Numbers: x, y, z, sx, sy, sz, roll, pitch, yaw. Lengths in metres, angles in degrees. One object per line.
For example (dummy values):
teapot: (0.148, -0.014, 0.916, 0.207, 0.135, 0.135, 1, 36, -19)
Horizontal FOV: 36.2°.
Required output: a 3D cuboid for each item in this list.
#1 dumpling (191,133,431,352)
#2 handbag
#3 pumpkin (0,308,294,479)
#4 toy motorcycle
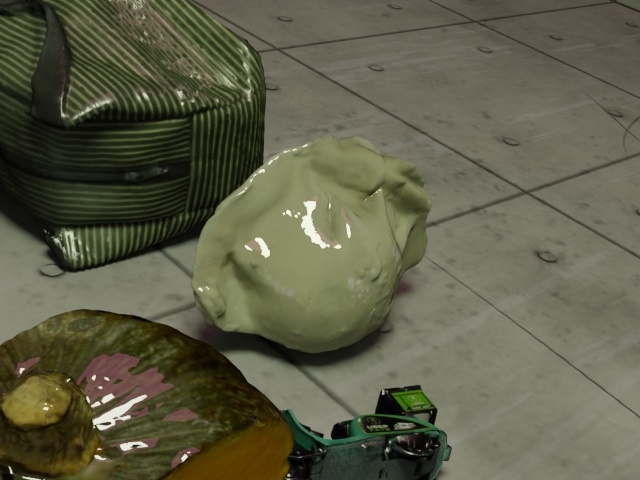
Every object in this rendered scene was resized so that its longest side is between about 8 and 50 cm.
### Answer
dumpling: (0.000, 0.000, 0.866, 0.258, 0.193, 0.147, -14, 34, -32)
handbag: (-0.237, -0.137, 0.987, 0.340, 0.247, 0.240, 33, 48, 28)
pumpkin: (-0.156, 0.145, 0.539, 0.139, 0.222, 0.317, 32, 35, 32)
toy motorcycle: (0.019, 0.157, 0.745, 0.173, 0.058, 0.100, -2, 26, -25)
